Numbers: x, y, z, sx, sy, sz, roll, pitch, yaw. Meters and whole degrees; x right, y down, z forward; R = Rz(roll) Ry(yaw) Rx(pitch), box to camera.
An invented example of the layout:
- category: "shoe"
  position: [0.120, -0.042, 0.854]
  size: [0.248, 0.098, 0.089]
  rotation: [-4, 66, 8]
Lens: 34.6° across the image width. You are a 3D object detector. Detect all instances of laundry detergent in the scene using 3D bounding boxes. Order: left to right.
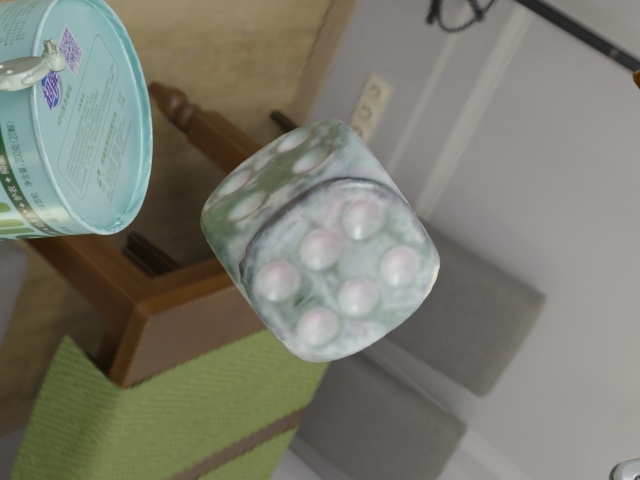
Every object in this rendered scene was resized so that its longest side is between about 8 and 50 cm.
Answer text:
- category: "laundry detergent"
  position: [-0.398, -0.137, 1.229]
  size: [0.287, 0.305, 0.287]
  rotation: [-4, 90, -75]

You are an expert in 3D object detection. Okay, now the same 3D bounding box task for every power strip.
- category: "power strip"
  position: [-0.296, -0.177, 1.033]
  size: [0.083, 0.055, 0.035]
  rotation: [-28, 130, -31]

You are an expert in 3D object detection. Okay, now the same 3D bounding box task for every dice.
- category: "dice"
  position: [0.000, 0.000, 1.886]
  size: [0.328, 0.348, 0.330]
  rotation: [-36, 112, 1]

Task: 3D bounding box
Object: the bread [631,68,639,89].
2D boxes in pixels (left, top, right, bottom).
- category: "bread"
  position: [0.350, -0.114, 0.908]
  size: [0.074, 0.139, 0.084]
  rotation: [-28, 175, -6]

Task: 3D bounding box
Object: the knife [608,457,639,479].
- category: "knife"
  position: [0.478, 0.271, 1.277]
  size: [0.266, 0.073, 0.040]
  rotation: [-13, 170, -14]
